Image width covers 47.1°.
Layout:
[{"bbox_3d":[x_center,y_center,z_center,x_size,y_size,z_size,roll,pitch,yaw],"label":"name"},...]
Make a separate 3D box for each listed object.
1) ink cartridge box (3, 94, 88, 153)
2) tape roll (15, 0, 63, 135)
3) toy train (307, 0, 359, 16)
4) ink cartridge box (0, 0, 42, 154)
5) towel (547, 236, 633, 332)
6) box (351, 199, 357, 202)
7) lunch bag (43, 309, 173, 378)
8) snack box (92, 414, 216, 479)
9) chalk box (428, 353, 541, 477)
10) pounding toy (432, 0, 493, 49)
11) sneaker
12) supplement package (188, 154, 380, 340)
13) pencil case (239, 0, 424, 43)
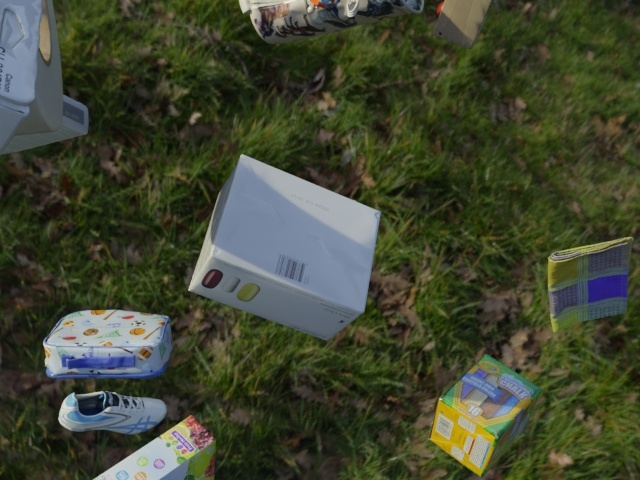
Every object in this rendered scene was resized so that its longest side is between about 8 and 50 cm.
[{"bbox_3d":[-0.845,-0.316,1.871,0.385,0.308,0.091,-8,78,21],"label":"ink cartridge box"},{"bbox_3d":[-0.413,-0.333,0.969,0.072,0.392,0.392,-7,64,-11],"label":"tape roll"},{"bbox_3d":[0.043,-0.399,1.141,0.046,0.125,0.166,11,19,-34],"label":"toy train"},{"bbox_3d":[-0.391,-0.128,0.723,0.114,0.273,0.197,23,41,-38],"label":"ink cartridge box"},{"bbox_3d":[0.195,0.033,0.531,0.060,0.083,0.009,-13,41,2],"label":"towel"},{"bbox_3d":[0.000,0.000,1.568,0.201,0.021,0.164,-7,102,-41],"label":"box"},{"bbox_3d":[-0.523,0.262,1.810,0.303,0.243,0.115,-1,107,-4],"label":"lunch bag"},{"bbox_3d":[-0.257,0.389,1.103,0.070,0.174,0.207,34,45,31],"label":"snack box"},{"bbox_3d":[0.332,0.326,1.430,0.132,0.132,0.213,32,46,31],"label":"chalk box"},{"bbox_3d":[0.241,-0.413,1.243,0.100,0.130,0.141,24,52,5],"label":"pounding toy"},{"bbox_3d":[-0.433,0.361,1.568,0.237,0.086,0.085,8,37,-37],"label":"sneaker"},{"bbox_3d":[-0.057,0.017,1.233,0.262,0.145,0.204,21,57,-14],"label":"supplement package"},{"bbox_3d":[0.024,-0.569,1.711,0.410,0.183,0.159,-5,80,24],"label":"pencil case"}]
